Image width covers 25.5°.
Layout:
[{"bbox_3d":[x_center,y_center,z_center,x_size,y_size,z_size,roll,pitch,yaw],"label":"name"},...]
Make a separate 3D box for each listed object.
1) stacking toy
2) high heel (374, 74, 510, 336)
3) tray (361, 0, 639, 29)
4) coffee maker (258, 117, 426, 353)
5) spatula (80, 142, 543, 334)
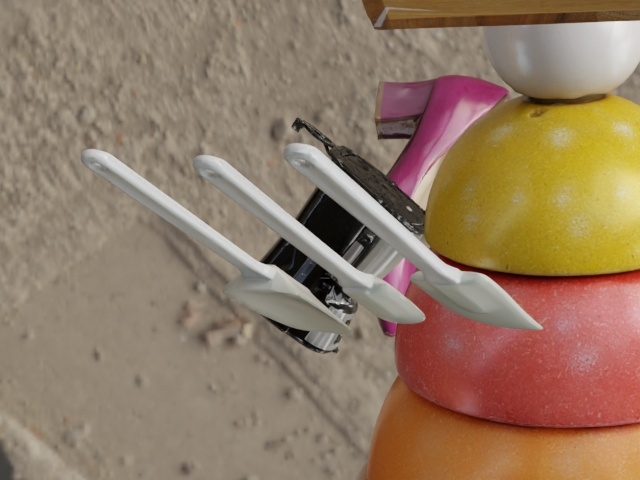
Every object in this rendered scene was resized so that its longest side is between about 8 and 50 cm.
[{"bbox_3d":[0.179,0.014,1.045,0.350,0.350,0.480,-8,108,-7],"label":"stacking toy"},{"bbox_3d":[0.158,-0.053,1.883,0.181,0.377,0.127,1,162,8],"label":"high heel"},{"bbox_3d":[0.160,-0.305,0.876,0.202,0.411,0.076,1,144,20],"label":"tray"},{"bbox_3d":[0.000,0.000,1.459,0.178,0.171,0.120,-51,152,16],"label":"coffee maker"},{"bbox_3d":[-0.006,0.008,0.733,0.168,0.019,0.242,2,160,33],"label":"spatula"}]
